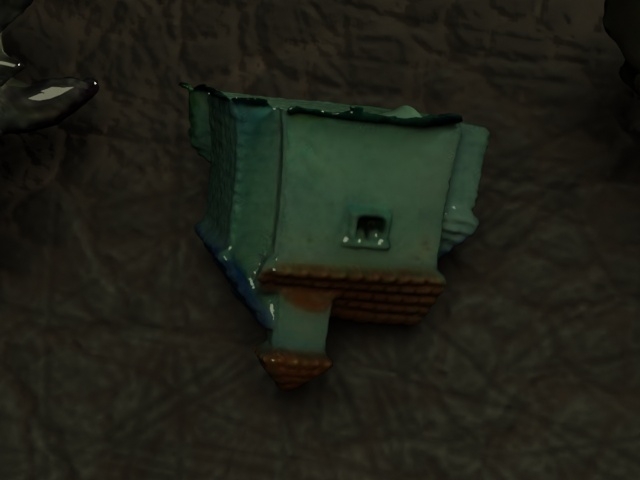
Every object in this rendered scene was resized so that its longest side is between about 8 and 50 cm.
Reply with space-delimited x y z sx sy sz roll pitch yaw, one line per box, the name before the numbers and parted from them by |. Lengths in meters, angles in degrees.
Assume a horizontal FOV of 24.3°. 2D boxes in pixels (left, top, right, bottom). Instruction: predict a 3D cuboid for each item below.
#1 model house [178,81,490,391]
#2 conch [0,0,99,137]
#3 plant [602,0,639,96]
model house | 0.000 0.000 0.759 0.148 0.119 0.149 7 95 -20
conch | -0.277 -0.067 0.756 0.313 0.186 0.241 -16 45 8
plant | 0.294 -0.082 0.727 0.276 0.188 0.199 32 80 31
